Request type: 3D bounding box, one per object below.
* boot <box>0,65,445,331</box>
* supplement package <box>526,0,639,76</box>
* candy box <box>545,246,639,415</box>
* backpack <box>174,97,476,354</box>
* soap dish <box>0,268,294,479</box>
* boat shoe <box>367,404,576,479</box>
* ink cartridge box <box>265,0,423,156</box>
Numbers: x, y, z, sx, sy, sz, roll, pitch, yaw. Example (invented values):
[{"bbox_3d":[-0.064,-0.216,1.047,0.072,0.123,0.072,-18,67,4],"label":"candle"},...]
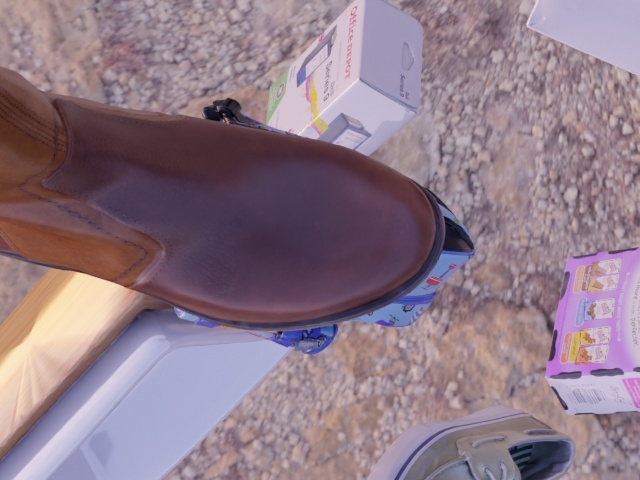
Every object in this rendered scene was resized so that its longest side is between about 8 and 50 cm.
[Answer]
[{"bbox_3d":[-0.093,-0.044,0.406,0.264,0.280,0.096,15,80,14],"label":"boot"},{"bbox_3d":[0.328,-0.219,0.834,0.262,0.145,0.204,25,116,6],"label":"supplement package"},{"bbox_3d":[0.336,0.083,1.040,0.196,0.164,0.070,-10,132,33],"label":"candy box"},{"bbox_3d":[0.000,0.000,0.662,0.173,0.158,0.116,15,106,-23],"label":"backpack"},{"bbox_3d":[-0.171,0.116,0.822,0.291,0.229,0.118,-45,70,19],"label":"soap dish"},{"bbox_3d":[0.159,0.234,1.084,0.094,0.302,0.109,5,103,40],"label":"boat shoe"},{"bbox_3d":[0.024,-0.172,1.276,0.093,0.154,0.212,26,140,-27],"label":"ink cartridge box"}]
